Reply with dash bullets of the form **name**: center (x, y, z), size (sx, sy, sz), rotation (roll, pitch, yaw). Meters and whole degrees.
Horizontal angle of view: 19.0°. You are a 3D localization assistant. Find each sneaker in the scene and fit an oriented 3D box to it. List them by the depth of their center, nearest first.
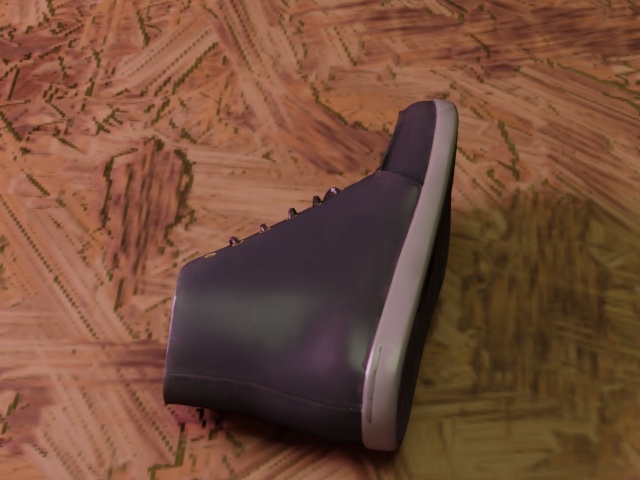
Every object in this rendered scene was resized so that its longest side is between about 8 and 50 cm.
- **sneaker**: center (0.000, 0.000, 0.931), size (0.118, 0.083, 0.222), rotation (9, 42, 9)
